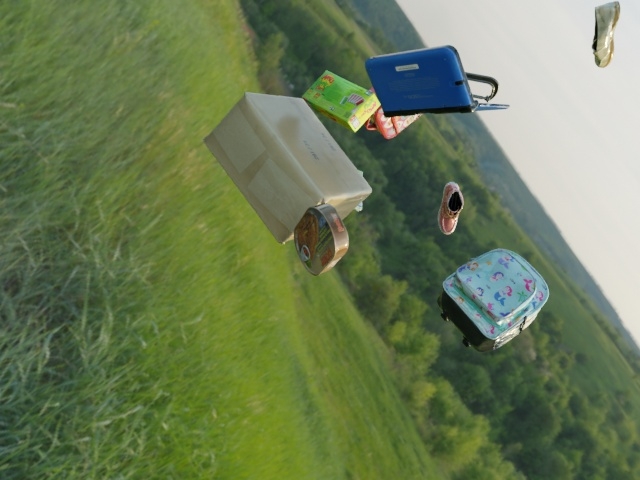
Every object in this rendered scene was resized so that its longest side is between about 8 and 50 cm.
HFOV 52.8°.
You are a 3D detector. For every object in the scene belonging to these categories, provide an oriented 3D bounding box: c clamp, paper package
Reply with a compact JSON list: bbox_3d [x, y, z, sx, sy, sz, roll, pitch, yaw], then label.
[{"bbox_3d":[0.450,-0.448,1.924,0.137,0.161,0.022,77,30,-52],"label":"c clamp"},{"bbox_3d":[-0.069,-0.179,1.562,0.324,0.168,0.309,52,26,10],"label":"paper package"}]

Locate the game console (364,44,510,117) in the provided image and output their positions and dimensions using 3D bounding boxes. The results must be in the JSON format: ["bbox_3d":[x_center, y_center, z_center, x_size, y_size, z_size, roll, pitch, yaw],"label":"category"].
[{"bbox_3d":[0.303,-0.408,1.682,0.173,0.293,0.250,-44,123,-30],"label":"game console"}]

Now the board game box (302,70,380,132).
[{"bbox_3d":[0.047,-0.333,1.536,0.181,0.092,0.043,38,-7,41],"label":"board game box"}]

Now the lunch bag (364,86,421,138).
[{"bbox_3d":[0.271,-0.509,2.417,0.120,0.258,0.293,55,5,20],"label":"lunch bag"}]

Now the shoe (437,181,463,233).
[{"bbox_3d":[0.416,-0.093,2.064,0.081,0.064,0.177,-85,178,-67],"label":"shoe"}]

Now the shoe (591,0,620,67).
[{"bbox_3d":[0.750,-0.546,1.721,0.219,0.058,0.076,66,19,-57],"label":"shoe"}]

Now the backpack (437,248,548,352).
[{"bbox_3d":[0.464,0.140,1.699,0.225,0.254,0.191,51,-28,28],"label":"backpack"}]

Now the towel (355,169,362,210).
[{"bbox_3d":[0.102,-0.186,2.191,0.113,0.023,0.151,22,60,-35],"label":"towel"}]

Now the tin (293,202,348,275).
[{"bbox_3d":[0.000,0.000,1.211,0.106,0.040,0.189,67,-24,13],"label":"tin"}]
